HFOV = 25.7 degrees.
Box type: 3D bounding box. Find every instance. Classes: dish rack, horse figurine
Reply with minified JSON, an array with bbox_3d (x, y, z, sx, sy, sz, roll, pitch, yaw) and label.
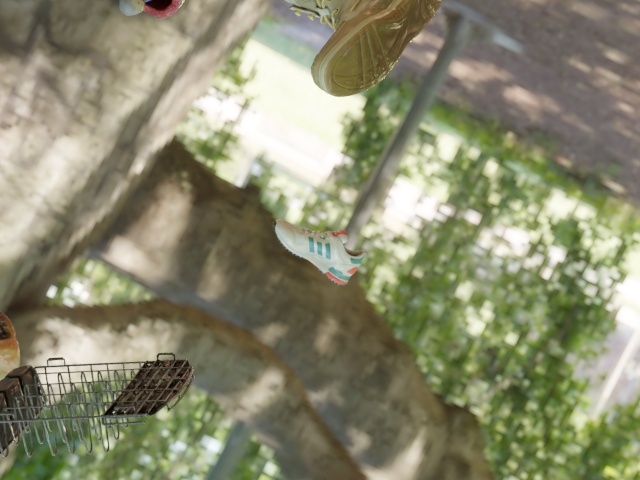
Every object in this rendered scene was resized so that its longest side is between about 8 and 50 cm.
[{"bbox_3d":[-0.294,0.206,1.735,0.271,0.074,0.208,-5,-164,12],"label":"dish rack"},{"bbox_3d":[-0.524,0.204,2.136,0.174,0.263,0.066,0,-152,-43],"label":"horse figurine"}]

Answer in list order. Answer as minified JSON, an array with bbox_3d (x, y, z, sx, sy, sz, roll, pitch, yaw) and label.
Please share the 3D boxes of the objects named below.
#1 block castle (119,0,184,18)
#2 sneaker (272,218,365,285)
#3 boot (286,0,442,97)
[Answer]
[{"bbox_3d":[-0.300,-0.491,1.659,0.303,0.213,0.453,13,136,24],"label":"block castle"},{"bbox_3d":[0.000,0.000,2.223,0.161,0.075,0.057,36,-163,-20],"label":"sneaker"},{"bbox_3d":[0.017,-0.301,1.881,0.203,0.262,0.095,22,145,29],"label":"boot"}]
